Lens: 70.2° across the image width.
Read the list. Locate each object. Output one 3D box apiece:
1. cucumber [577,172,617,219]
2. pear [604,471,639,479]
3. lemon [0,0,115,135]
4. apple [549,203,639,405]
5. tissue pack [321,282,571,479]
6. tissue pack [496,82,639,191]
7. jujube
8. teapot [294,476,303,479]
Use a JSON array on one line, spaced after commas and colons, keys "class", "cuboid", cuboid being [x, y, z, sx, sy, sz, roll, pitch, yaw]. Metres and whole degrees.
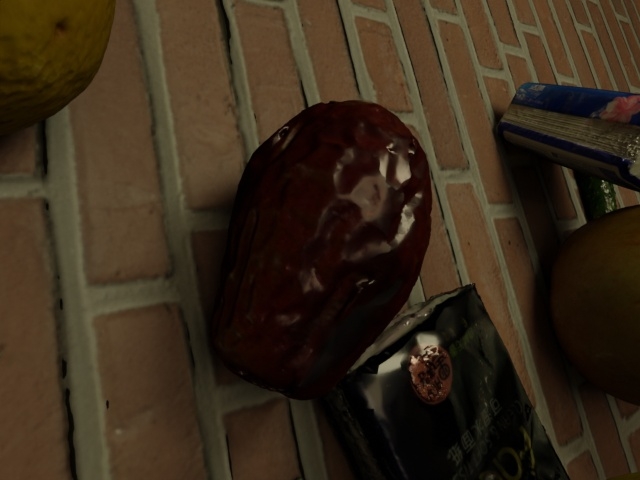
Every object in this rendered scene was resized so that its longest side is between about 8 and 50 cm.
[{"class": "cucumber", "cuboid": [0.580, -0.119, 0.953, 0.069, 0.069, 0.227, 3, 76, -33]}, {"class": "pear", "cuboid": [0.326, 0.342, 0.298, 0.418, 0.362, 0.362, 42, 56, -23]}, {"class": "lemon", "cuboid": [-0.260, -0.193, 0.301, 0.229, 0.253, 0.228, 8, 67, -18]}, {"class": "apple", "cuboid": [0.545, 0.093, 0.705, 0.339, 0.305, 0.338, 12, 67, -29]}, {"class": "tissue pack", "cuboid": [0.162, 0.238, 0.514, 0.245, 0.123, 0.332, -24, 88, -34]}, {"class": "tissue pack", "cuboid": [0.475, -0.180, 0.771, 0.209, 0.269, 0.137, 10, 110, -29]}, {"class": "jujube", "cuboid": [0.000, 0.000, 0.448, 0.197, 0.197, 0.290, 29, 77, -23]}, {"class": "teapot", "cuboid": [-0.078, 0.287, 0.322, 0.193, 0.129, 0.294, 40, 49, 8]}]
